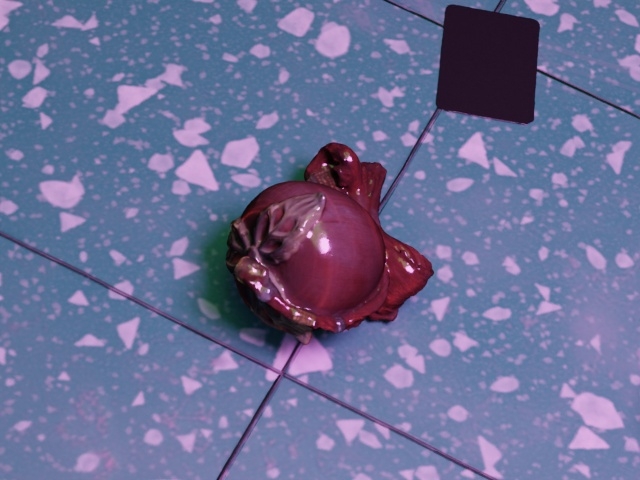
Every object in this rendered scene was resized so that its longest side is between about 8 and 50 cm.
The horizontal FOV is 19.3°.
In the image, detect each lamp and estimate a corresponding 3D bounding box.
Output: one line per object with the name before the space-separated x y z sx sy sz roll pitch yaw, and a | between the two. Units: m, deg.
lamp | -0.010 0.006 1.881 0.223 0.151 0.215 14 47 -56

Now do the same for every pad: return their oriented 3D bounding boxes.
pad | 0.190 -0.200 2.122 0.112 0.003 0.157 10 55 -2
